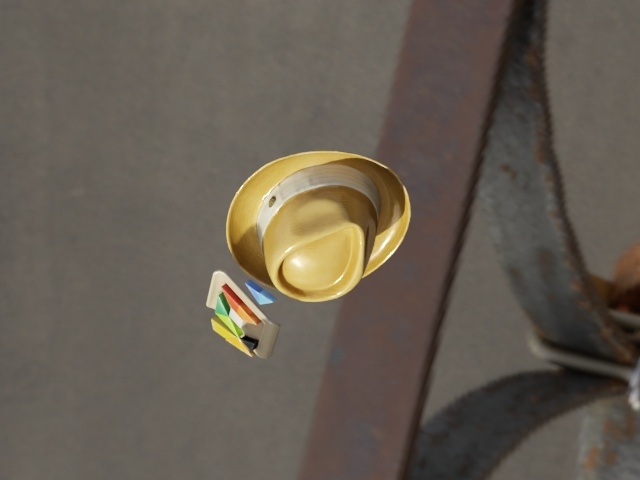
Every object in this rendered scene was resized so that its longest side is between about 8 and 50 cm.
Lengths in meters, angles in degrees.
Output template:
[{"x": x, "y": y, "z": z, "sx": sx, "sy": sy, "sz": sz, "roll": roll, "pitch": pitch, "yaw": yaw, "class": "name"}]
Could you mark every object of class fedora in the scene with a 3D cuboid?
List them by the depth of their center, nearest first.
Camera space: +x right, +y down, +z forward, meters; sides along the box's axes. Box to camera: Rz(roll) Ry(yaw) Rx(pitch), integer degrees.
[{"x": 0.000, "y": 0.000, "z": 1.630, "sx": 0.194, "sy": 0.194, "sz": 0.079, "roll": -36, "pitch": 36, "yaw": 24, "class": "fedora"}]

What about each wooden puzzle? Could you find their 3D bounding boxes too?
[{"x": -0.067, "y": 0.064, "z": 1.389, "sx": 0.078, "sy": 0.116, "sz": 0.014, "roll": 38, "pitch": 61, "yaw": 20, "class": "wooden puzzle"}]
